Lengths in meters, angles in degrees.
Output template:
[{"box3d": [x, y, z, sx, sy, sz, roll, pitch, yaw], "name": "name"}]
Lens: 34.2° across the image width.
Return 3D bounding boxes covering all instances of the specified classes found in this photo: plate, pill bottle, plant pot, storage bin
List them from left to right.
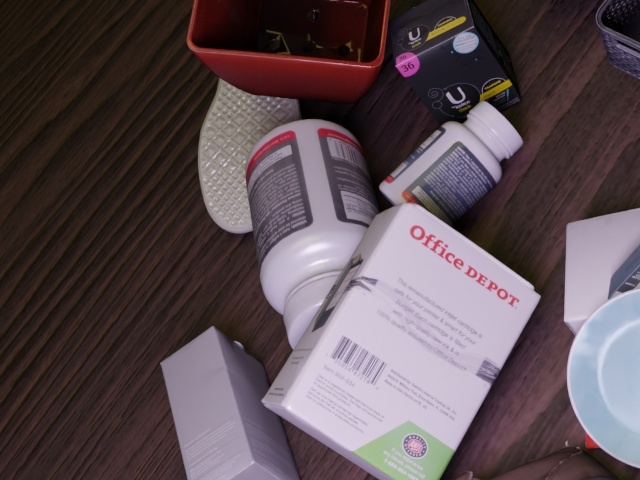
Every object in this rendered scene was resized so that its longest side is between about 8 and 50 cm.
[{"box3d": [-0.024, -0.335, 1.528, 0.267, 0.236, 0.267, 6, 74, 6], "name": "plant pot"}, {"box3d": [0.000, 0.000, 1.395, 0.176, 0.176, 0.318, -29, 44, 18], "name": "pill bottle"}, {"box3d": [0.177, -0.094, 1.378, 0.180, 0.108, 0.108, -43, 42, 3], "name": "pill bottle"}, {"box3d": [0.348, 0.142, 1.072, 0.188, 0.024, 0.188, -5, 80, 32], "name": "plate"}, {"box3d": [0.405, -0.263, 1.142, 0.122, 0.084, 0.180, 37, 86, 33], "name": "storage bin"}]

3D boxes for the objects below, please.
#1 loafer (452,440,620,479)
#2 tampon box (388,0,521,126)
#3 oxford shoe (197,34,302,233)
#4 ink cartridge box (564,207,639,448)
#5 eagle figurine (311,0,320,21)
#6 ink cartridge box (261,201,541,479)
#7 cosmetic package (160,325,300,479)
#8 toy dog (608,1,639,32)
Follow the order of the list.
[{"box3d": [0.152, 0.321, 1.084, 0.366, 0.134, 0.130, -22, 20, 12], "name": "loafer"}, {"box3d": [0.188, -0.250, 1.450, 0.120, 0.161, 0.101, -25, 46, 22], "name": "tampon box"}, {"box3d": [-0.103, -0.217, 1.695, 0.169, 0.130, 0.449, -3, 69, 9], "name": "oxford shoe"}, {"box3d": [0.408, 0.073, 1.096, 0.296, 0.066, 0.261, -13, 50, 31], "name": "ink cartridge box"}, {"box3d": [0.000, -0.505, 1.769, 0.225, 0.226, 0.298, 38, 92, 8], "name": "eagle figurine"}, {"box3d": [0.093, 0.124, 1.193, 0.273, 0.198, 0.115, -58, 10, -14], "name": "ink cartridge box"}, {"box3d": [-0.115, 0.241, 1.338, 0.107, 0.127, 0.238, -37, 41, 9], "name": "cosmetic package"}, {"box3d": [0.493, -0.224, 1.229, 0.220, 0.161, 0.333, -33, 58, 10], "name": "toy dog"}]
